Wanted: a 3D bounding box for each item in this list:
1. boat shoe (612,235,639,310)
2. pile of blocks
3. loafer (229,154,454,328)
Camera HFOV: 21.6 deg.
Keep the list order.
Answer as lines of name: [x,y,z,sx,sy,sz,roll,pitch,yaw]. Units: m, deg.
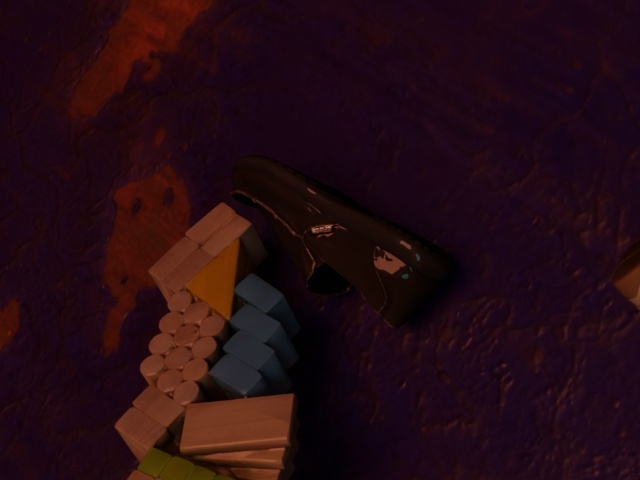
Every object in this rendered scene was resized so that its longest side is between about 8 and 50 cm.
boat shoe: [0.321,-0.040,1.030,0.302,0.109,0.098,-43,92,19]
pile of blocks: [-0.068,0.141,1.248,0.149,0.112,0.362,-5,49,20]
loafer: [0.000,0.000,1.281,0.220,0.080,0.078,30,94,41]
